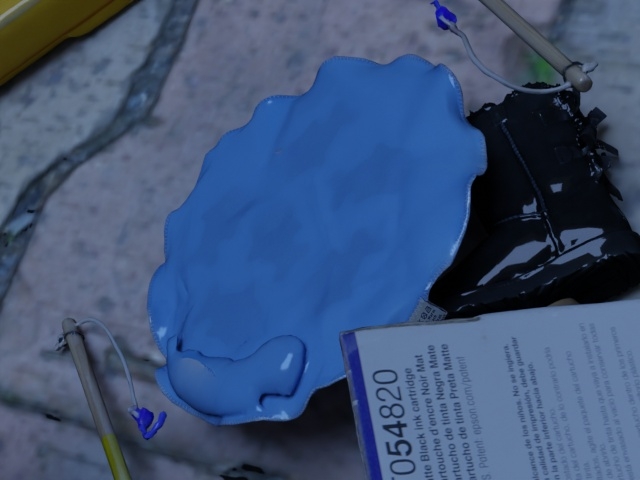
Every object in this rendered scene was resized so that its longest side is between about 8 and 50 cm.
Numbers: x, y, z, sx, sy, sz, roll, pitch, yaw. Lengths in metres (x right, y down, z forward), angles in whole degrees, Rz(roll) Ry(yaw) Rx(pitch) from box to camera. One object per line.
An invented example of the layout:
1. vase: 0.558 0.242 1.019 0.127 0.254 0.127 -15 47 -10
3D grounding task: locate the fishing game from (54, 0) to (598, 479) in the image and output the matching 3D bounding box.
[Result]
1. fishing game: 0.000 0.000 0.770 0.264 0.041 0.189 -46 37 6

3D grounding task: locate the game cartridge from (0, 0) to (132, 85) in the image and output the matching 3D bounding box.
1. game cartridge: -0.212 -0.192 1.002 0.324 0.052 0.285 -33 53 4

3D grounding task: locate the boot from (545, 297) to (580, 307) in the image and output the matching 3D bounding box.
1. boot: 0.103 0.128 0.657 0.152 0.073 0.197 22 73 26

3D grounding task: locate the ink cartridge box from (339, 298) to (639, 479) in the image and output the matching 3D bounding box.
1. ink cartridge box: 0.130 0.120 0.598 0.224 0.045 0.223 -4 57 -8

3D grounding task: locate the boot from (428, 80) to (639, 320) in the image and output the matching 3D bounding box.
1. boot: 0.073 -0.008 0.755 0.121 0.045 0.099 -25 54 10
